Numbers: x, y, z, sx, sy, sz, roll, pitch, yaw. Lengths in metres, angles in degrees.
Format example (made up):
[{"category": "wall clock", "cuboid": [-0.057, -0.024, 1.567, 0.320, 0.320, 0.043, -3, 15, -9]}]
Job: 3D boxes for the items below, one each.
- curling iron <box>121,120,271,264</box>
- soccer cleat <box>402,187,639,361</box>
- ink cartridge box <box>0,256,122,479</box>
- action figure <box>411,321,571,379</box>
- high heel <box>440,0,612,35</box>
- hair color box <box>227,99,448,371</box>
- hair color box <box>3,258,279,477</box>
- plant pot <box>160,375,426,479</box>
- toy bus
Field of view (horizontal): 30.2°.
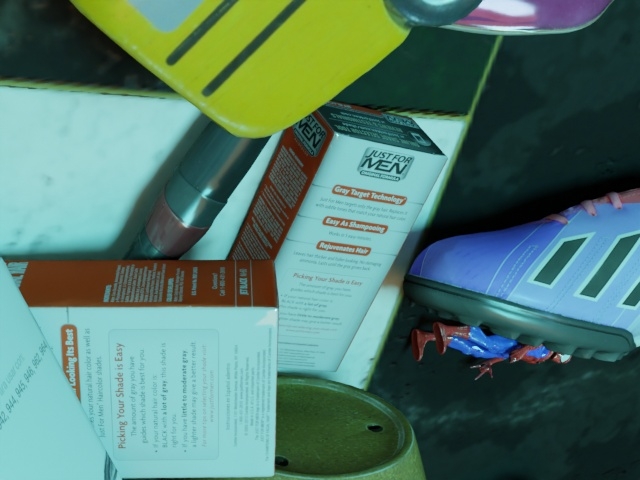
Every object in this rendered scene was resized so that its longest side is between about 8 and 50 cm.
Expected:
[{"category": "curling iron", "cuboid": [-0.058, -0.014, 0.580, 0.068, 0.035, 0.274, 9, 118, -48]}, {"category": "soccer cleat", "cuboid": [0.191, 0.006, 0.699, 0.318, 0.108, 0.116, 4, 98, -26]}, {"category": "ink cartridge box", "cuboid": [-0.173, 0.169, 0.498, 0.198, 0.115, 0.273, -19, 109, 12]}, {"category": "action figure", "cuboid": [0.111, 0.067, 0.732, 0.115, 0.030, 0.038, 4, 158, -32]}, {"category": "high heel", "cuboid": [0.132, -0.163, 0.543, 0.244, 0.082, 0.117, -9, 117, -16]}, {"category": "hair color box", "cuboid": [0.000, 0.000, 0.614, 0.072, 0.043, 0.141, 9, 120, -33]}, {"category": "hair color box", "cuboid": [-0.104, 0.059, 0.551, 0.167, 0.053, 0.093, 0, 115, -5]}, {"category": "plant pot", "cuboid": [-0.024, 0.215, 0.665, 0.237, 0.237, 0.254, -4, 111, -26]}, {"category": "toy bus", "cuboid": [0.049, -0.193, 0.449, 0.332, 0.108, 0.130, -44, 130, 9]}]
